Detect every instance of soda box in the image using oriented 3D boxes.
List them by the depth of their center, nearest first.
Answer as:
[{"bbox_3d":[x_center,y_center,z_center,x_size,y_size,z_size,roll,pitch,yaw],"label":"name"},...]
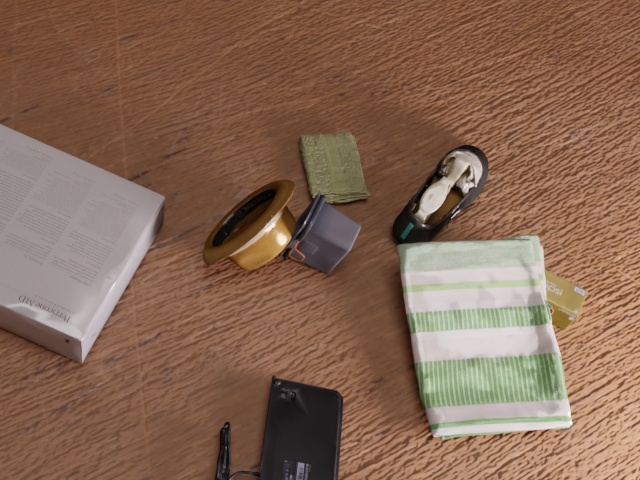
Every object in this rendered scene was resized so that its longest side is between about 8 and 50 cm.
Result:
[{"bbox_3d":[0.358,0.080,1.705,0.181,0.061,0.058,28,58,4],"label":"soda box"}]

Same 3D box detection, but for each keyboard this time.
[{"bbox_3d":[-0.072,0.351,1.465,0.201,0.033,0.317,14,57,-12],"label":"keyboard"}]

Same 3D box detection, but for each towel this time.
[{"bbox_3d":[0.266,0.150,1.609,0.248,0.038,0.325,-4,70,-8],"label":"towel"},{"bbox_3d":[0.022,-0.130,1.776,0.110,0.027,0.148,-6,62,-15],"label":"towel"}]

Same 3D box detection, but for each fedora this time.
[{"bbox_3d":[-0.102,-0.014,1.618,0.079,0.194,0.194,49,56,-20],"label":"fedora"}]

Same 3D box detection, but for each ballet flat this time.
[{"bbox_3d":[0.229,-0.092,1.758,0.095,0.096,0.280,34,58,9],"label":"ballet flat"}]

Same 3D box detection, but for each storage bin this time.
[{"bbox_3d":[0.000,0.000,1.637,0.091,0.135,0.098,30,57,-6],"label":"storage bin"}]

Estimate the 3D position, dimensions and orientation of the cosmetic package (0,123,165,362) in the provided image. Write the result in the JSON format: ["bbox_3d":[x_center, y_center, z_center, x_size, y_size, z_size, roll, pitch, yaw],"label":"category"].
[{"bbox_3d":[-0.474,-0.015,1.554,0.377,0.097,0.284,24,56,2],"label":"cosmetic package"}]
